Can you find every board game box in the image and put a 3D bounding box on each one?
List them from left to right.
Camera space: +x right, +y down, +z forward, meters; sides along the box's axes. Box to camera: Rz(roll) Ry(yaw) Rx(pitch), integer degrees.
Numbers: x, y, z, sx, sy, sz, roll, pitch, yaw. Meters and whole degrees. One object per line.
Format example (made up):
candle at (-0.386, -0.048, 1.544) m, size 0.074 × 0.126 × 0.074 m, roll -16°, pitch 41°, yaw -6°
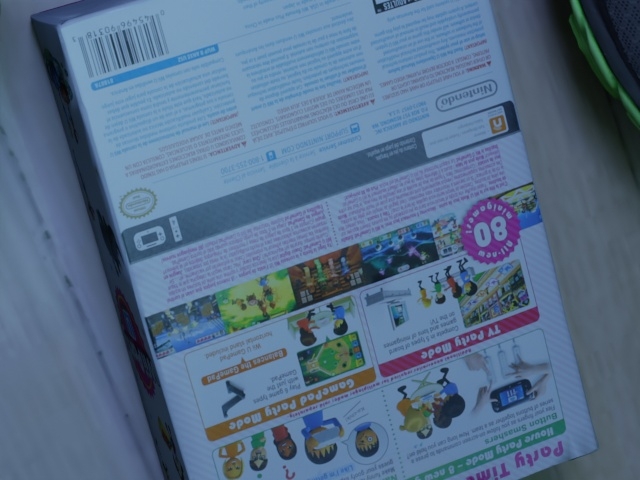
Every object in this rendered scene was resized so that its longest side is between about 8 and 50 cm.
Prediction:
board game box at (0.000, 0.000, 0.943) m, size 0.224 × 0.097 × 0.303 m, roll -18°, pitch 103°, yaw -16°

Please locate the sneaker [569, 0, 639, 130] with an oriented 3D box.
sneaker at (0.214, -0.207, 0.878) m, size 0.185 × 0.202 × 0.483 m, roll -33°, pitch 116°, yaw -17°
